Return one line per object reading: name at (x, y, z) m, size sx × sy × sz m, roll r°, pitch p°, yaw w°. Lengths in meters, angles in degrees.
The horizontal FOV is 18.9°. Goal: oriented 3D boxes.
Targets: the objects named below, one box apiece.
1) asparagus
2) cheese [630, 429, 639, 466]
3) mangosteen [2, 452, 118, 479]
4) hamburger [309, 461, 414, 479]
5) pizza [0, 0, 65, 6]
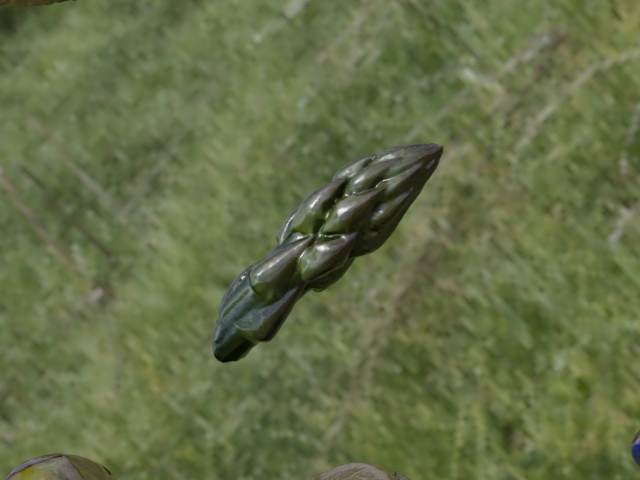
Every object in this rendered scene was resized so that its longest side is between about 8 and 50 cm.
asparagus at (0.000, 0.000, 1.670) m, size 0.287 × 0.080 × 0.080 m, roll -40°, pitch 20°, yaw 27°
cheese at (0.466, 0.136, 2.213) m, size 0.329 × 0.129 × 0.217 m, roll -47°, pitch -7°, yaw -32°
mangosteen at (-0.126, 0.204, 0.840) m, size 0.215 × 0.257 × 0.215 m, roll -15°, pitch -1°, yaw 0°
hamburger at (0.019, 0.308, 1.790) m, size 0.215 × 0.122 × 0.189 m, roll -39°, pitch 19°, yaw -4°
pizza at (-0.185, -0.203, 1.291) m, size 0.194 × 0.069 × 0.154 m, roll -52°, pitch -22°, yaw -39°
